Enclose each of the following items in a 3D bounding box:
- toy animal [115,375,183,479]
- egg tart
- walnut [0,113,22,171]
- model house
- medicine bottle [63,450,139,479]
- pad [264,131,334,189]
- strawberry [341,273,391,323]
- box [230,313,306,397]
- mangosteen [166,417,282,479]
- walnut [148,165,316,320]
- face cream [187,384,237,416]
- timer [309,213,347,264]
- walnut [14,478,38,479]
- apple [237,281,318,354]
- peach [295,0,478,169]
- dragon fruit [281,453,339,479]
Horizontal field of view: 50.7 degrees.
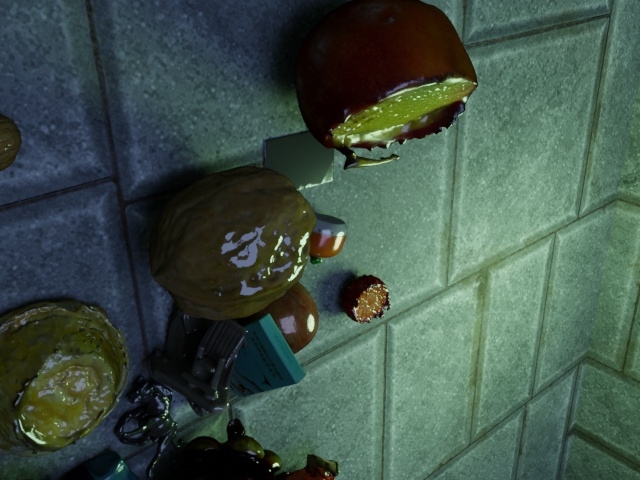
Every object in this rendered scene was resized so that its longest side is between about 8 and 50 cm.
[{"bbox_3d":[-0.376,0.419,1.521,0.148,0.084,0.233,-38,127,-26],"label":"toy animal"},{"bbox_3d":[-0.508,0.284,1.302,0.345,0.132,0.345,-21,123,-38],"label":"egg tart"},{"bbox_3d":[-0.542,-0.156,1.080,0.124,0.105,0.105,-27,128,-53],"label":"walnut"},{"bbox_3d":[-0.249,0.235,1.455,0.122,0.229,0.188,-1,115,-61],"label":"model house"},{"bbox_3d":[-0.460,0.576,1.519,0.124,0.079,0.258,-43,133,-25],"label":"medicine bottle"},{"bbox_3d":[-0.047,-0.187,1.599,0.211,0.003,0.143,-18,120,-37],"label":"pad"},{"bbox_3d":[0.122,0.160,1.862,0.145,0.086,0.145,-18,119,-36],"label":"strawberry"},{"bbox_3d":[-0.151,0.263,1.518,0.041,0.229,0.162,-35,96,-44],"label":"box"},{"bbox_3d":[-0.228,0.610,1.624,0.307,0.306,0.347,49,43,-44],"label":"mangosteen"},{"bbox_3d":[-0.181,0.011,1.370,0.344,0.306,0.306,-23,124,-26],"label":"walnut"},{"bbox_3d":[-0.192,0.331,1.658,0.283,0.073,0.073,-25,125,-33],"label":"face cream"},{"bbox_3d":[0.000,0.000,1.669,0.136,0.099,0.136,-15,125,-23],"label":"timer"},{"bbox_3d":[-0.579,0.600,1.312,0.273,0.227,0.273,-24,126,-38],"label":"walnut"},{"bbox_3d":[-0.102,0.177,1.589,0.188,0.188,0.174,-37,118,-25],"label":"apple"},{"bbox_3d":[0.128,-0.362,1.462,0.405,0.310,0.335,-20,160,-23],"label":"peach"},{"bbox_3d":[-0.061,0.698,1.913,0.205,0.152,0.317,-57,178,-36],"label":"dragon fruit"}]
